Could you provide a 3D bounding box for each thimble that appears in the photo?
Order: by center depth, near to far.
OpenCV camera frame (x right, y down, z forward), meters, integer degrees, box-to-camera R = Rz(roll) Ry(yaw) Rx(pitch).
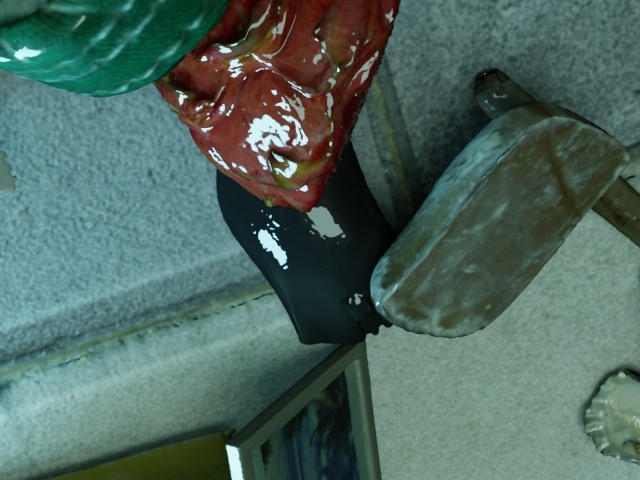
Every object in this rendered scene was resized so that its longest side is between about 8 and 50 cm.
[{"bbox_3d":[-0.181,-0.259,1.081,0.288,0.254,0.167,-49,154,17],"label":"thimble"}]

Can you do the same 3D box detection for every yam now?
[{"bbox_3d":[0.245,-0.075,1.356,0.264,0.046,0.046,37,102,-22],"label":"yam"}]

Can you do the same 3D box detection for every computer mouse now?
[{"bbox_3d":[0.000,0.000,1.327,0.147,0.088,0.264,-30,118,6],"label":"computer mouse"}]

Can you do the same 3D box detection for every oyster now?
[{"bbox_3d":[0.350,0.189,1.489,0.146,0.045,0.121,-15,118,4],"label":"oyster"}]

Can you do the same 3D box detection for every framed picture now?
[{"bbox_3d":[-0.001,0.282,1.381,0.024,0.232,0.315,5,115,32],"label":"framed picture"}]

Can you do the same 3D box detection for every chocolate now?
[{"bbox_3d":[0.151,-0.028,1.296,0.157,0.080,0.254,17,119,-43],"label":"chocolate"}]

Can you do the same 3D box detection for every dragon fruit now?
[{"bbox_3d":[-0.045,-0.187,1.173,0.205,0.152,0.317,17,96,-7],"label":"dragon fruit"}]

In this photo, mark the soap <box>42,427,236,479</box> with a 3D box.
[{"bbox_3d":[-0.202,0.375,1.410,0.335,0.156,0.293,-17,118,-3],"label":"soap"}]

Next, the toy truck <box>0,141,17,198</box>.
[{"bbox_3d":[-0.410,-0.033,1.221,0.286,0.111,0.136,-23,85,-8],"label":"toy truck"}]
